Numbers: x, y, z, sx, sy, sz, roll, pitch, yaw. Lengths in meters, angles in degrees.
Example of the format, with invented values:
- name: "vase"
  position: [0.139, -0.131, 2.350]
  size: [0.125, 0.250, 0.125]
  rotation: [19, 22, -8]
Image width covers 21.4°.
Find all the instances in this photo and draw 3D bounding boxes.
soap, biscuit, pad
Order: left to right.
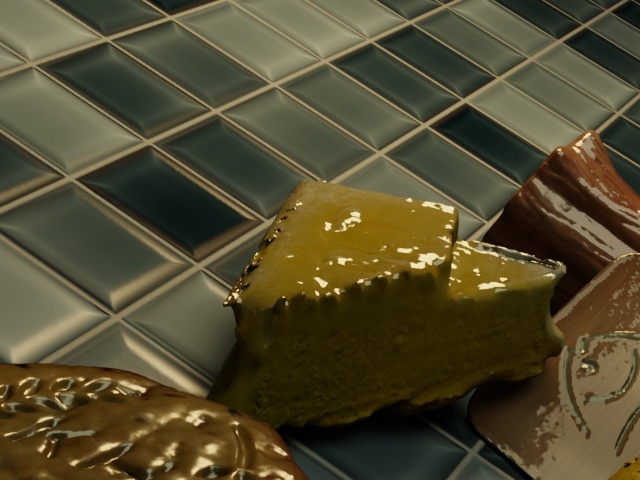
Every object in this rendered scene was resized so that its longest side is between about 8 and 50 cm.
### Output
- name: "biscuit"
  position: [-0.175, 0.172, 1.251]
  size: [0.359, 0.046, 0.359]
  rotation: [9, 18, -3]
- name: "soap"
  position: [0.074, 0.095, 1.566]
  size: [0.304, 0.169, 0.338]
  rotation: [13, 25, 7]
- name: "pad"
  position: [0.331, 0.169, 1.693]
  size: [0.284, 0.018, 0.286]
  rotation: [40, 65, 23]

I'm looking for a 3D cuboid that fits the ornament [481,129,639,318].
- name: "ornament"
  position: [0.308, 0.034, 1.907]
  size: [0.217, 0.235, 0.221]
  rotation: [42, 1, 15]

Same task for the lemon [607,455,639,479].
- name: "lemon"
  position: [0.320, 0.283, 1.458]
  size: [0.231, 0.192, 0.192]
  rotation: [29, 26, -2]
